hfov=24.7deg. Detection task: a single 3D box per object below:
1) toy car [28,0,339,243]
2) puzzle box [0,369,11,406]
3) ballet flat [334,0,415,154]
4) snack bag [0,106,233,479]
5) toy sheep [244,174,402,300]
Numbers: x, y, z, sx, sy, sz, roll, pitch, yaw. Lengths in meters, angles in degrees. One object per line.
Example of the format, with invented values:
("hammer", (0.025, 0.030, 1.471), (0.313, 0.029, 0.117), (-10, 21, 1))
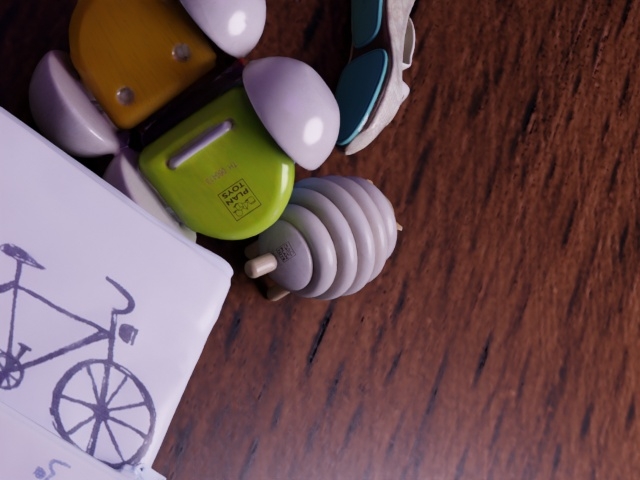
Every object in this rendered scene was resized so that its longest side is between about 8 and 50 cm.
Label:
("toy car", (-0.079, -0.087, 0.924), (0.182, 0.159, 0.136), (55, 14, -3))
("puzzle box", (-0.257, 0.154, 0.723), (0.409, 0.052, 0.272), (53, 49, -8))
("ballet flat", (0.047, -0.129, 1.071), (0.052, 0.057, 0.168), (30, 56, -34))
("snack bag", (-0.208, 0.060, 0.742), (0.323, 0.037, 0.342), (37, 53, -19))
("toy sheep", (0.000, 0.000, 0.961), (0.132, 0.091, 0.091), (-31, 90, -39))
